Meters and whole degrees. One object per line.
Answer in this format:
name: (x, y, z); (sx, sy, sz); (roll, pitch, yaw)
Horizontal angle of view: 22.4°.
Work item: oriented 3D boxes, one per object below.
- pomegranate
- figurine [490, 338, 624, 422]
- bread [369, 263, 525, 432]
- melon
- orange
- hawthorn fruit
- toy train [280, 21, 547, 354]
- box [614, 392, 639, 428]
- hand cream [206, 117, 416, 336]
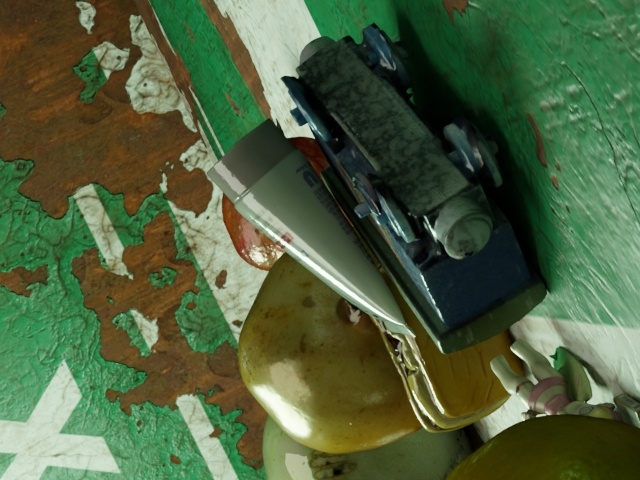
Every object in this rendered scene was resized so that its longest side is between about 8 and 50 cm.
pomegranate: (0.034, 0.107, 1.797); (0.264, 0.264, 0.264); (61, 172, 15)
figurine: (0.218, 0.151, 1.425); (0.187, 0.083, 0.083); (44, 160, 51)
bread: (0.127, 0.098, 1.653); (0.200, 0.116, 0.077); (65, 169, -10)
melon: (0.073, 0.303, 2.143); (0.330, 0.268, 0.268); (59, 175, -28)
orange: (0.203, 0.272, 1.250); (0.279, 0.235, 0.279); (39, 146, 33)
hawthorn fruit: (-0.039, -0.063, 2.098); (0.179, 0.179, 0.200); (-131, 37, -62)
toy train: (0.081, -0.058, 1.455); (0.300, 0.131, 0.202); (57, 177, 44)
box: (0.269, 0.169, 1.333); (0.083, 0.012, 0.046); (66, 172, -14)
hand cream: (0.000, 0.000, 1.555); (0.248, 0.083, 0.133); (49, 177, -1)
